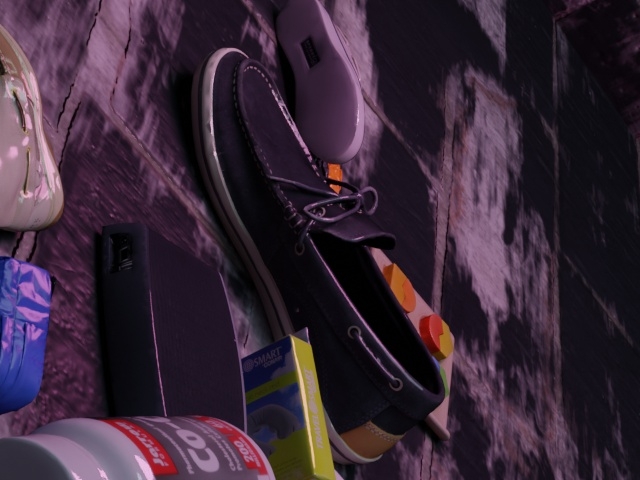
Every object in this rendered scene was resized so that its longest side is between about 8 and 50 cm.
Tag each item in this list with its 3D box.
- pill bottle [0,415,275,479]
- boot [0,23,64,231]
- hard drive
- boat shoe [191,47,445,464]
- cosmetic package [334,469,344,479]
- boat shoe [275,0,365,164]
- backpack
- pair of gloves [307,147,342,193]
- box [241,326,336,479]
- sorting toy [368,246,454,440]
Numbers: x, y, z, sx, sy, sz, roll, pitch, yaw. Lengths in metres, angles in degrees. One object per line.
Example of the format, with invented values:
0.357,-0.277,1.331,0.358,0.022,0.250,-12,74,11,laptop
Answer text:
-0.167,0.224,1.553,0.283,0.161,0.161,9,58,-62,pill bottle
-0.316,-0.103,1.683,0.165,0.077,0.213,-14,85,-65,boot
-0.140,0.112,1.855,0.172,0.054,0.255,36,36,-47,hard drive
0.000,0.000,2.136,0.187,0.156,0.500,2,63,-62,boat shoe
0.031,0.345,1.939,0.231,0.085,0.117,53,26,-28,cosmetic package
0.012,-0.197,2.437,0.088,0.096,0.267,34,27,-47,boat shoe
-0.282,0.081,1.551,0.101,0.098,0.120,20,61,-46,backpack
0.003,-0.098,2.414,0.083,0.010,0.074,45,30,-35,pair of gloves
-0.050,0.178,1.904,0.042,0.109,0.178,32,39,-48,box
0.115,0.123,2.388,0.193,0.038,0.208,49,28,-30,sorting toy
